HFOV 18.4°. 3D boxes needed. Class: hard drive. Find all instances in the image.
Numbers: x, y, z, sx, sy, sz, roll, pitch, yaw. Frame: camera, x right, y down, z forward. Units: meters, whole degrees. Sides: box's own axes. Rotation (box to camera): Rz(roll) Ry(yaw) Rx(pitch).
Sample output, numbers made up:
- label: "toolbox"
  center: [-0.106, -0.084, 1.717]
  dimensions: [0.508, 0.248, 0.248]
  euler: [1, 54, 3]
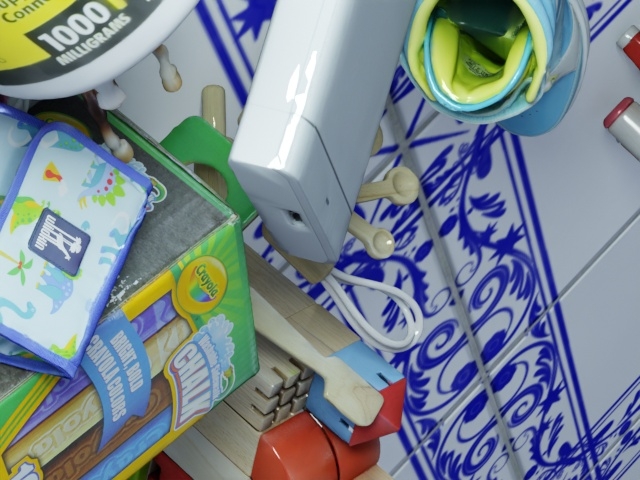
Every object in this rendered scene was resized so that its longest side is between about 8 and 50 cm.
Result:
- label: "hard drive"
  center: [0.029, -0.180, 1.230]
  dimensions: [0.233, 0.047, 0.353]
  euler: [62, 43, -75]

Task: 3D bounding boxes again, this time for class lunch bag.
- label: "lunch bag"
  center: [-0.185, -0.005, 1.113]
  dimensions: [0.096, 0.151, 0.129]
  euler: [125, -13, -70]

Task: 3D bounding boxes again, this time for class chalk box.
- label: "chalk box"
  center: [-0.158, 0.033, 1.261]
  dimensions: [0.289, 0.180, 0.179]
  euler: [-37, 150, -23]

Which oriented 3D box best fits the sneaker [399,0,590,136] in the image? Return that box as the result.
- label: "sneaker"
  center: [0.126, -0.135, 1.459]
  dimensions: [0.319, 0.127, 0.208]
  euler: [69, 26, -51]

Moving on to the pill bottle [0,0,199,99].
- label: "pill bottle"
  center: [-0.195, -0.212, 0.867]
  dimensions: [0.188, 0.188, 0.334]
  euler: [-52, 141, 1]

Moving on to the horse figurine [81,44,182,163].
- label: "horse figurine"
  center: [-0.114, -0.169, 1.112]
  dimensions: [0.174, 0.066, 0.263]
  euler: [62, 29, -63]

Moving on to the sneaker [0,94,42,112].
- label: "sneaker"
  center: [-0.173, -0.142, 1.155]
  dimensions: [0.075, 0.063, 0.170]
  euler: [-38, 152, -33]

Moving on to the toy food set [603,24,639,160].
- label: "toy food set"
  center: [0.330, -0.174, 1.881]
  dimensions: [0.111, 0.104, 0.232]
  euler: [-41, 172, -48]

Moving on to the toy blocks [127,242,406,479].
- label: "toy blocks"
  center: [-0.041, 0.190, 1.542]
  dimensions: [0.190, 0.261, 0.381]
  euler: [-25, 143, -40]

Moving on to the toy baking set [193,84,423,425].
- label: "toy baking set"
  center: [-0.006, -0.002, 1.414]
  dimensions: [0.196, 0.256, 0.030]
  euler: [12, 161, -30]
